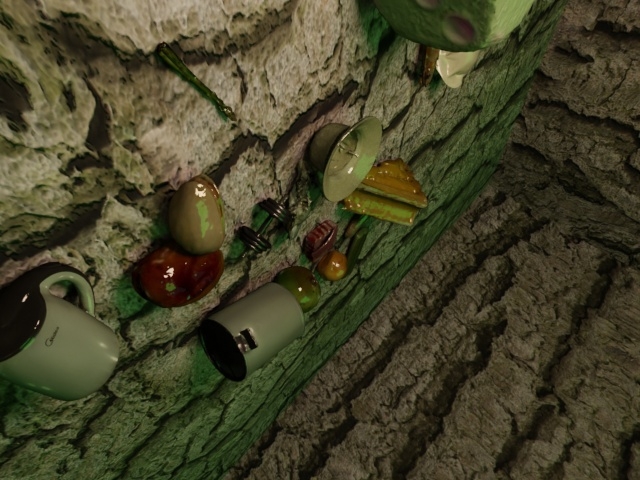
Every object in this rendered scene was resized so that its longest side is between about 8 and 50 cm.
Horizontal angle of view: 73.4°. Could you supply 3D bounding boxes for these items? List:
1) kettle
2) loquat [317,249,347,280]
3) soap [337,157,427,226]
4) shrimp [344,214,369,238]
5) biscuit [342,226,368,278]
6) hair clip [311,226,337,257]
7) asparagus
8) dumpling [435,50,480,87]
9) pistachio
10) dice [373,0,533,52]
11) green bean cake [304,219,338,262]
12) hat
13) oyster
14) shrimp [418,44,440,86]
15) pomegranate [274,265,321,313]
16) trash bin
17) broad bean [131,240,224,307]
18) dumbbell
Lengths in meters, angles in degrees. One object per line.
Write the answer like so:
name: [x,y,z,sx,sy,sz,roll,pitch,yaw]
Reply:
kettle: [-0.489,0.158,0.781,0.236,0.161,0.221,77,27,-59]
loquat: [0.050,0.102,1.742,0.137,0.113,0.137,-63,-174,12]
soap: [0.199,-0.226,1.627,0.339,0.304,0.169,14,127,-22]
shrimp: [0.178,-0.093,1.770,0.223,0.047,0.126,-48,166,7]
biscuit: [0.152,0.061,1.947,0.099,0.038,0.322,-39,158,-39]
hair clip: [0.019,0.010,1.510,0.137,0.022,0.054,-49,160,-9]
asparagus: [-0.217,-0.282,0.789,0.233,0.022,0.022,35,49,-65]
dumpling: [0.454,-0.639,1.423,0.167,0.126,0.215,9,130,-34]
pistachio: [-0.259,-0.051,0.914,0.125,0.125,0.184,-29,146,-43]
dice: [0.283,-0.608,0.859,0.318,0.331,0.322,-53,157,-10]
green bean cake: [0.000,0.000,1.560,0.135,0.056,0.135,-37,153,-29]
hat: [0.045,-0.247,1.185,0.257,0.130,0.257,-42,155,-25]
oyster: [-0.060,-0.093,1.272,0.199,0.087,0.252,-57,166,-12]
shrimp: [0.369,-0.634,1.334,0.169,0.058,0.295,-40,151,-31]
pomegranate: [-0.104,0.186,1.523,0.210,0.179,0.180,-28,164,20]
trash bin: [-0.212,0.284,1.369,0.263,0.217,0.277,-29,-178,-43]
broad bean: [-0.320,0.072,0.989,0.229,0.122,0.156,-26,116,-56]
dumbbell: [-0.151,-0.040,1.165,0.208,0.099,0.099,-54,157,2]
